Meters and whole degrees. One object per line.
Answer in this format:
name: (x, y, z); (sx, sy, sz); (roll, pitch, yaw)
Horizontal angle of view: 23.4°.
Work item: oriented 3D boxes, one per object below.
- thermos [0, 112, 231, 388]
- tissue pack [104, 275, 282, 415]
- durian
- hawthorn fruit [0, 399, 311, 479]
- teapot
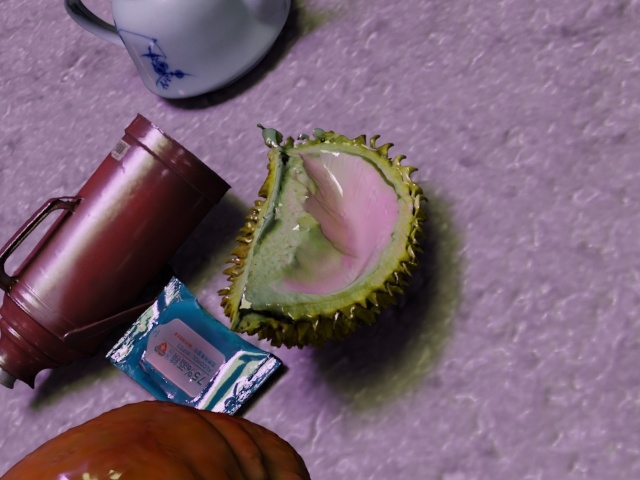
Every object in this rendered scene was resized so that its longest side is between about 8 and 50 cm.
thermos: (-0.180, 0.016, 1.196); (0.232, 0.124, 0.099); (-50, 35, -2)
tissue pack: (-0.093, 0.089, 1.129); (0.085, 0.028, 0.138); (-48, 44, -6)
durian: (0.003, 0.007, 1.081); (0.137, 0.095, 0.221); (8, 46, -1)
hawthorn fruit: (-0.099, 0.219, 0.840); (0.262, 0.258, 0.258); (-67, 30, 24)
teapot: (-0.124, -0.218, 1.359); (0.232, 0.159, 0.159); (-8, 47, 33)
